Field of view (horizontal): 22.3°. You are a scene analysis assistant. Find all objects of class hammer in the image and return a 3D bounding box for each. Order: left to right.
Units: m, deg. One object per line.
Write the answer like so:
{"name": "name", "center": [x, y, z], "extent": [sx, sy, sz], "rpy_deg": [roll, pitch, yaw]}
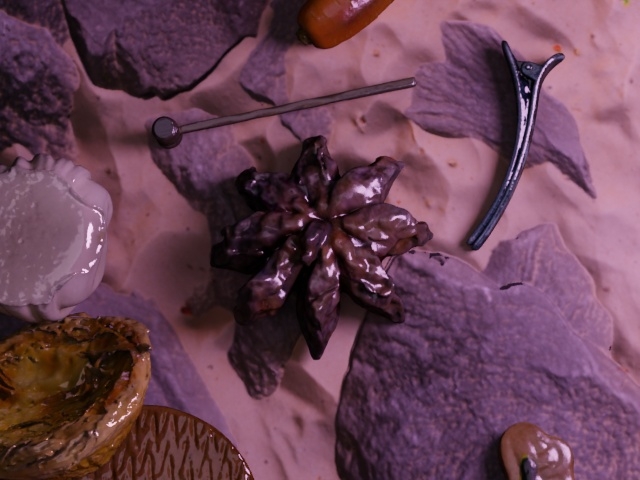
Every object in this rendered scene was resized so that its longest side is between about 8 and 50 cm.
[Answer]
{"name": "hammer", "center": [-0.038, -0.144, 1.767], "extent": [0.292, 0.058, 0.029], "rpy_deg": [-12, 85, -1]}

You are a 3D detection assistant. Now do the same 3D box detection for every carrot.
{"name": "carrot", "center": [0.064, -0.288, 1.767], "extent": [0.225, 0.067, 0.067], "rpy_deg": [-40, 80, -4]}

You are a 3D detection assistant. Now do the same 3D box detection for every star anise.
{"name": "star anise", "center": [0.000, 0.001, 1.710], "extent": [0.223, 0.109, 0.236], "rpy_deg": [18, 81, 4]}

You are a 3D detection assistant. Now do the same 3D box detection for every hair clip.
{"name": "hair clip", "center": [0.203, -0.098, 1.738], "extent": [0.070, 0.039, 0.229], "rpy_deg": [13, 84, 6]}

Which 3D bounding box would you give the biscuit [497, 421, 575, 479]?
{"name": "biscuit", "center": [0.217, 0.349, 1.664], "extent": [0.183, 0.047, 0.319], "rpy_deg": [7, 80, 3]}

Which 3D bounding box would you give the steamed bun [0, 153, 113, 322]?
{"name": "steamed bun", "center": [-0.304, -0.002, 1.736], "extent": [0.183, 0.106, 0.182], "rpy_deg": [-2, 79, 9]}

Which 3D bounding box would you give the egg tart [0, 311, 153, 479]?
{"name": "egg tart", "center": [-0.276, 0.176, 1.685], "extent": [0.252, 0.098, 0.232], "rpy_deg": [-23, 39, 6]}

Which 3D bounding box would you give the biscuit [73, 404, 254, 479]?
{"name": "biscuit", "center": [-0.185, 0.304, 1.709], "extent": [0.262, 0.037, 0.262], "rpy_deg": [-1, 81, 5]}
